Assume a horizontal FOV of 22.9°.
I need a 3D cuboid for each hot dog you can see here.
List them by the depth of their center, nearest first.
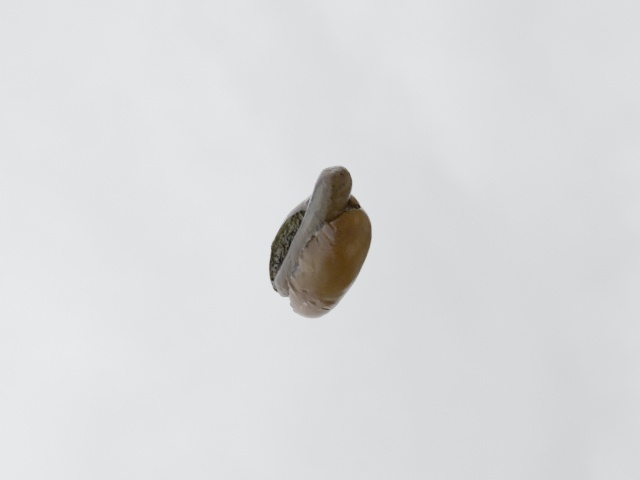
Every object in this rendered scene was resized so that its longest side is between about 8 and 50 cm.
[{"bbox_3d":[0.001,0.002,1.358,0.060,0.140,0.090,9,-138,-40],"label":"hot dog"}]
